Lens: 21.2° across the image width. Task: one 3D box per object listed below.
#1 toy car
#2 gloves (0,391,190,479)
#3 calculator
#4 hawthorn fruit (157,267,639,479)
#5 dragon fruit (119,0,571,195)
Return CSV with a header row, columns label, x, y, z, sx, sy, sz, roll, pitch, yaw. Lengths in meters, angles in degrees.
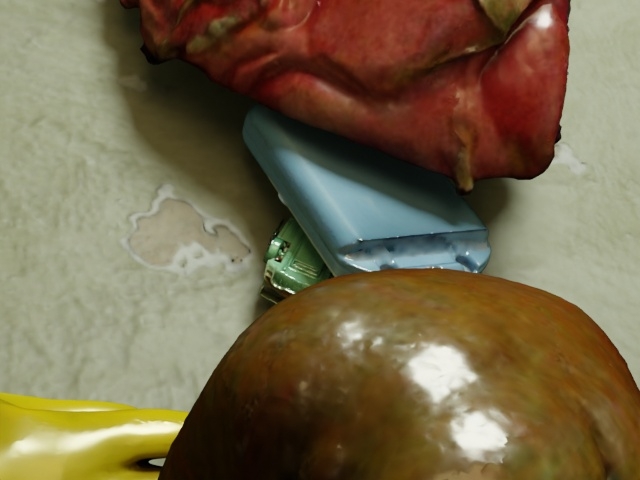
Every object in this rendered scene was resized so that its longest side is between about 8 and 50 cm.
label,x,y,z,sx,sy,sz,roll,pitch,yaw
toy car,0.000,0.000,1.159,0.059,0.035,0.122,22,39,4
gloves,-0.162,0.157,1.004,0.294,0.116,0.133,9,83,-15
calculator,0.030,-0.037,1.155,0.121,0.039,0.210,-5,42,-31
hawthorn fruit,0.067,0.139,0.948,0.268,0.268,0.301,47,37,20
dragon fruit,0.019,-0.210,1.151,0.329,0.228,0.286,9,37,-3
